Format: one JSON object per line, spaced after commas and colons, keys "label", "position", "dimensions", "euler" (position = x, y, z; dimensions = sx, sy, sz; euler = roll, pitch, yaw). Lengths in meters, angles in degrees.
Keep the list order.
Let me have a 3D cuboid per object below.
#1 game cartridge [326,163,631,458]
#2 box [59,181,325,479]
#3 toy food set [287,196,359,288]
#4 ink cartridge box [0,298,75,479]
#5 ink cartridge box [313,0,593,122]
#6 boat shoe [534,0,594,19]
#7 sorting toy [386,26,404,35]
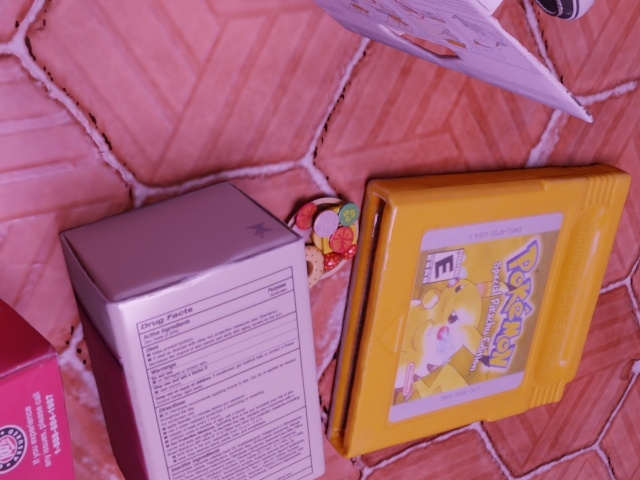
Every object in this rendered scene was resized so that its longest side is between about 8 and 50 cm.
{"label": "game cartridge", "position": [0.168, 0.067, 0.908], "dimensions": [0.323, 0.052, 0.286], "euler": [-6, 116, -30]}
{"label": "box", "position": [-0.096, 0.094, 0.695], "dimensions": [0.148, 0.127, 0.233], "euler": [-19, 122, -25]}
{"label": "toy food set", "position": [0.000, 0.000, 0.780], "dimensions": [0.083, 0.020, 0.083], "euler": [-20, 122, -24]}
{"label": "ink cartridge box", "position": [-0.316, 0.187, 0.550], "dimensions": [0.306, 0.131, 0.226], "euler": [-21, 128, -37]}
{"label": "ink cartridge box", "position": [0.027, -0.186, 0.538], "dimensions": [0.238, 0.275, 0.060], "euler": [28, 96, -40]}
{"label": "boat shoe", "position": [0.145, -0.249, 0.721], "dimensions": [0.219, 0.078, 0.070], "euler": [41, 87, -32]}
{"label": "sorting toy", "position": [0.064, -0.201, 0.711], "dimensions": [0.075, 0.045, 0.083], "euler": [-39, 129, -2]}
